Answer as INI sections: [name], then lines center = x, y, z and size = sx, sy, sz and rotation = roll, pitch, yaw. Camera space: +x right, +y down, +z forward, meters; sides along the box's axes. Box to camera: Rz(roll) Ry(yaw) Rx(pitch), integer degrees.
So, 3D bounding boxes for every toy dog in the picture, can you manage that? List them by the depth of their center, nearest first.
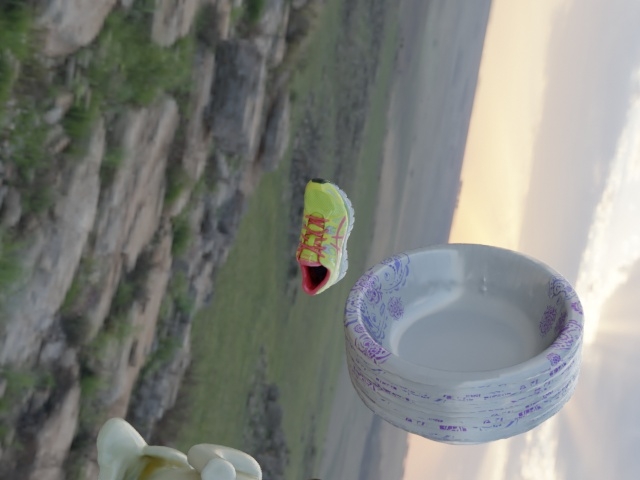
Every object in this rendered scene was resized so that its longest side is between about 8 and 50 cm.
[toy dog]
center = -0.152, 0.494, 1.650
size = 0.395, 0.407, 0.285
rotation = 65, 34, -46

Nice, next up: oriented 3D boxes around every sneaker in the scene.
[sneaker]
center = 0.000, 0.000, 1.631
size = 0.094, 0.081, 0.209
rotation = -46, 140, -46

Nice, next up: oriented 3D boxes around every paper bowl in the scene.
[paper bowl]
center = 0.173, 0.135, 1.241
size = 0.284, 0.284, 0.148
rotation = -69, 158, -56
